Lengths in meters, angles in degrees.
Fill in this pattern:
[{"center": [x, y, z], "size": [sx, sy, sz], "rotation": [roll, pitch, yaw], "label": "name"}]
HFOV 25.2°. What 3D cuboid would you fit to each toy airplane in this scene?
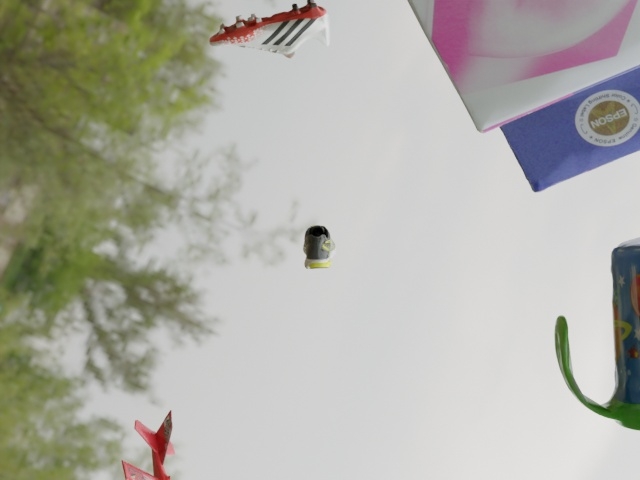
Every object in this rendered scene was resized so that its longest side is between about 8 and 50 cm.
[{"center": [-0.161, 0.239, 1.449], "size": [0.028, 0.151, 0.151], "rotation": [-25, -151, 22], "label": "toy airplane"}]

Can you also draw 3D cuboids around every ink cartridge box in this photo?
[{"center": [0.205, -0.192, 0.822], "size": [0.324, 0.330, 0.071], "rotation": [-23, -151, 19], "label": "ink cartridge box"}]

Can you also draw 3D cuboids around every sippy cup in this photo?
[{"center": [0.460, 0.100, 1.776], "size": [0.240, 0.305, 0.224], "rotation": [-6, -84, 55], "label": "sippy cup"}]

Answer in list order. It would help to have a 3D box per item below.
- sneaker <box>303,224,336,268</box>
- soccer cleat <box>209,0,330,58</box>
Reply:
[{"center": [0.000, 0.000, 1.320], "size": [0.083, 0.031, 0.035], "rotation": [-97, -172, -72], "label": "sneaker"}, {"center": [-0.033, -0.138, 0.976], "size": [0.029, 0.083, 0.035], "rotation": [-103, 178, -68], "label": "soccer cleat"}]
